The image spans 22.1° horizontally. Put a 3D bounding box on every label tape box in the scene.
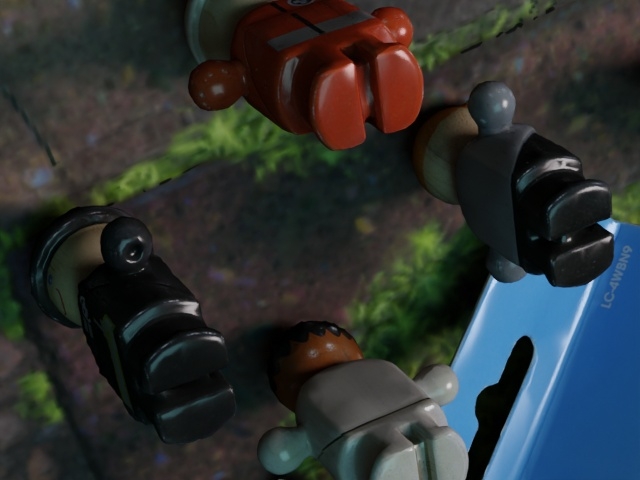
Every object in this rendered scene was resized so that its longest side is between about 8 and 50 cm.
[{"bbox_3d":[0.215,0.148,0.857,0.347,0.115,0.249,31,77,-31],"label":"label tape box"}]

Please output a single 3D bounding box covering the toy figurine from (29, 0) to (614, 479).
[{"bbox_3d":[0.000,0.000,0.736,0.209,0.148,0.213,25,98,-35],"label":"toy figurine"}]

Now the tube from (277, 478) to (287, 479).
[{"bbox_3d":[0.072,0.192,0.893,0.240,0.070,0.062,13,144,-24],"label":"tube"}]
